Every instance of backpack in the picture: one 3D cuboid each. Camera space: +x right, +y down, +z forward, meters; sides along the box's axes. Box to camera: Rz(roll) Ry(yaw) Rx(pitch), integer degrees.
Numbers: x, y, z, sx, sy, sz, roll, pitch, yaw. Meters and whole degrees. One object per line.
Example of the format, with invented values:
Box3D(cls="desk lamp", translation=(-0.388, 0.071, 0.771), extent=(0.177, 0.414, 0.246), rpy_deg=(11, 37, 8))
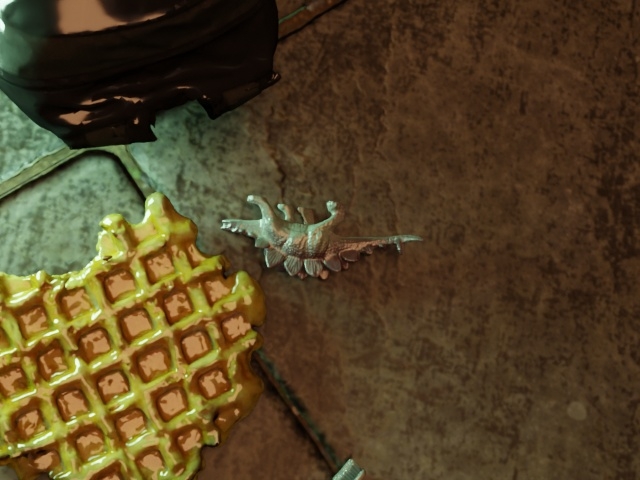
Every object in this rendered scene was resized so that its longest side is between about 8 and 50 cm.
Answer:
Box3D(cls="backpack", translation=(-0.220, -0.296, 0.940), extent=(0.363, 0.255, 0.446), rpy_deg=(-18, 68, -14))

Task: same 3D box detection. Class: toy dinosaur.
Box3D(cls="toy dinosaur", translation=(0.000, 0.000, 1.020), extent=(0.208, 0.039, 0.082), rpy_deg=(3, 81, 2))

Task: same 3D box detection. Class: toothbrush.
Box3D(cls="toothbrush", translation=(-0.050, 0.314, 0.960), extent=(0.263, 0.022, 0.026), rpy_deg=(-44, 103, -15))

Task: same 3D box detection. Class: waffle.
Box3D(cls="waffle", translation=(-0.201, 0.109, 0.957), extent=(0.281, 0.058, 0.301), rpy_deg=(41, 74, -2))
